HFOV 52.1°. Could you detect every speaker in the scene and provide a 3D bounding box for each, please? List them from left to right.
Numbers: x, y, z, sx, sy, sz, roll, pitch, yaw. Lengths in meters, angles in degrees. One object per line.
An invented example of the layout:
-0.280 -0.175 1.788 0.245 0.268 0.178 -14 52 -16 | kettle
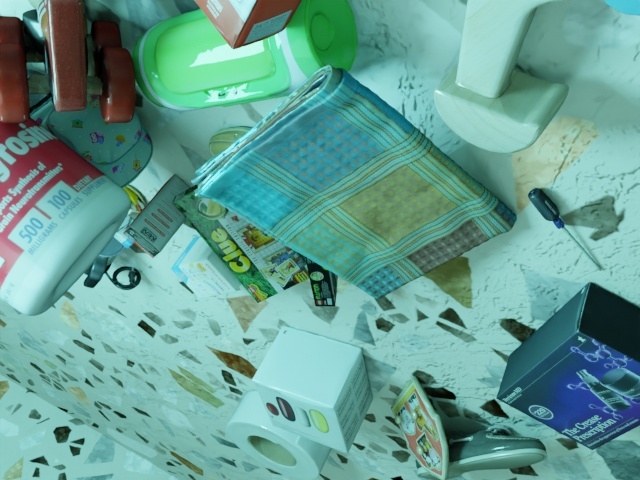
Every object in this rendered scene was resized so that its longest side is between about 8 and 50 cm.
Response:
-0.104 -0.242 0.839 0.296 0.131 0.131 0 134 36 | speaker

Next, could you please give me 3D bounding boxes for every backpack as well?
-0.372 -0.169 1.081 0.144 0.166 0.188 -1 134 47 | backpack

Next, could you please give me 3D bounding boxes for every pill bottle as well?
-0.498 -0.098 0.926 0.407 0.229 0.229 38 143 -8 | pill bottle

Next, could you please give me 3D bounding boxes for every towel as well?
0.053 -0.050 0.880 0.370 0.040 0.271 32 131 -32 | towel

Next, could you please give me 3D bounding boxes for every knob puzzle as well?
0.206 0.405 1.358 0.213 0.029 0.213 47 144 50 | knob puzzle

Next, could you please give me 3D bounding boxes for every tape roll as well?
-0.109 0.530 1.773 0.286 0.100 0.286 20 142 16 | tape roll

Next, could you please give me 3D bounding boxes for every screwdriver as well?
0.334 -0.008 0.886 0.170 0.025 0.024 47 141 -19 | screwdriver

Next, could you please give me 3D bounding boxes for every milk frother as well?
-0.463 0.040 1.471 0.143 0.129 0.134 -1 160 -32 | milk frother

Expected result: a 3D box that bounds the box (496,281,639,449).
0.419 0.203 1.012 0.184 0.103 0.261 30 144 7 | box

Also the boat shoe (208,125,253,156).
-0.103 -0.130 1.014 0.189 0.072 0.068 9 139 28 | boat shoe

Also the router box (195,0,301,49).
-0.100 -0.406 0.591 0.335 0.082 0.301 53 143 5 | router box

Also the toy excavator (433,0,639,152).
0.250 -0.263 0.531 0.445 0.222 0.433 13 143 45 | toy excavator

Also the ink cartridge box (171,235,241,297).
-0.201 0.044 1.274 0.143 0.090 0.092 -14 125 45 | ink cartridge box

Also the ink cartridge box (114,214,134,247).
-0.420 -0.031 1.378 0.083 0.048 0.028 45 142 -19 | ink cartridge box

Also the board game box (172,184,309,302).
-0.130 -0.007 1.169 0.136 0.030 0.260 -26 119 20 | board game box

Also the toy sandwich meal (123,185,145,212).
-0.392 -0.082 1.314 0.085 0.029 0.086 20 142 16 | toy sandwich meal

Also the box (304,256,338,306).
0.000 0.000 1.056 0.036 0.114 0.207 -2 136 9 | box

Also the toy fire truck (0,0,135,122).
-0.346 -0.305 0.867 0.169 0.302 0.254 -4 125 -24 | toy fire truck

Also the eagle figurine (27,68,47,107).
-0.579 -0.238 1.173 0.226 0.225 0.298 64 -172 21 | eagle figurine

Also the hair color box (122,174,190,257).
-0.284 -0.045 1.185 0.072 0.141 0.043 43 142 -15 | hair color box

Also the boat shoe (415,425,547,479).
0.317 0.426 1.357 0.112 0.096 0.335 21 146 -27 | boat shoe

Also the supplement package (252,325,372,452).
-0.012 0.323 1.416 0.194 0.149 0.203 12 141 24 | supplement package
